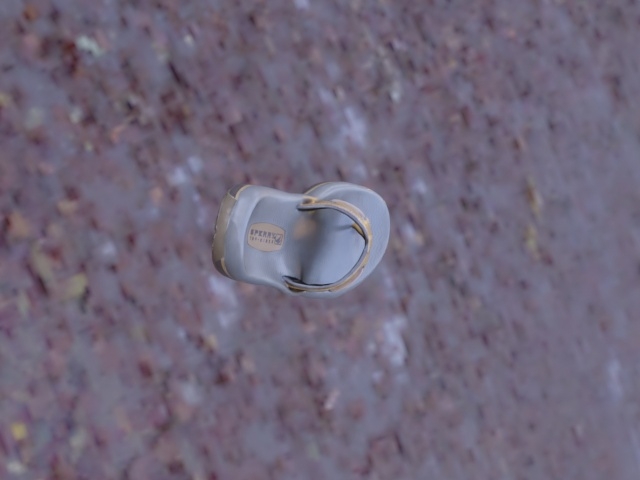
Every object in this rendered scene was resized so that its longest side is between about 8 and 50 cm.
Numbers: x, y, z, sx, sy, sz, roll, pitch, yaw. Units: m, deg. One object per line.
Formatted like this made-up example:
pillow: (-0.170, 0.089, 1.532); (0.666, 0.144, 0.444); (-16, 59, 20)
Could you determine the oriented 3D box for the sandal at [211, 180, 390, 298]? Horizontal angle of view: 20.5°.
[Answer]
sandal: (0.000, 0.000, 1.032); (0.180, 0.049, 0.072); (4, 92, -61)
